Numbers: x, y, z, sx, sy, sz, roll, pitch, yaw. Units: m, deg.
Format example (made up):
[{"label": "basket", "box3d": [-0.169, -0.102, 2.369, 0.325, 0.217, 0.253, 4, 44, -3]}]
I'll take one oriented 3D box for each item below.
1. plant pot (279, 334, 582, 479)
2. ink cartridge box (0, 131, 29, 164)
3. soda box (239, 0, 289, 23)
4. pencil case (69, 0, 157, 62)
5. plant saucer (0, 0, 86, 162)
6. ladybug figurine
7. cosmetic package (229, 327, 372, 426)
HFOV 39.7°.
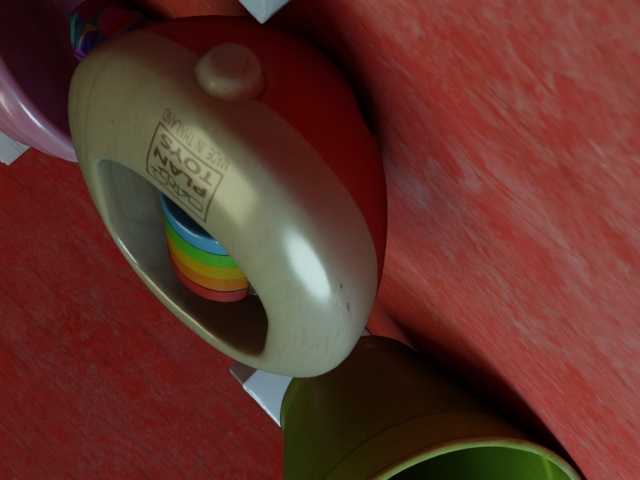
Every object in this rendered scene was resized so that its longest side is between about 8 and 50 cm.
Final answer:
[{"label": "plant pot", "box3d": [0.100, 0.307, 1.163, 0.366, 0.366, 0.353, 52, -178, -30]}, {"label": "ink cartridge box", "box3d": [-0.577, -0.313, 1.704, 0.198, 0.273, 0.115, 45, 171, 11]}, {"label": "soda box", "box3d": [-0.073, -0.216, 0.437, 0.216, 0.074, 0.069, 47, 171, 0]}, {"label": "pencil case", "box3d": [-0.212, -0.210, 1.025, 0.236, 0.104, 0.104, 39, 168, 47]}, {"label": "plant saucer", "box3d": [-0.356, -0.245, 1.078, 0.332, 0.084, 0.332, -19, -90, -75]}, {"label": "ladybug figurine", "box3d": [-0.064, -0.037, 0.747, 0.305, 0.162, 0.449, 41, 159, 6]}, {"label": "cosmetic package", "box3d": [-0.032, 0.219, 1.618, 0.138, 0.224, 0.225, 49, 171, -8]}]
